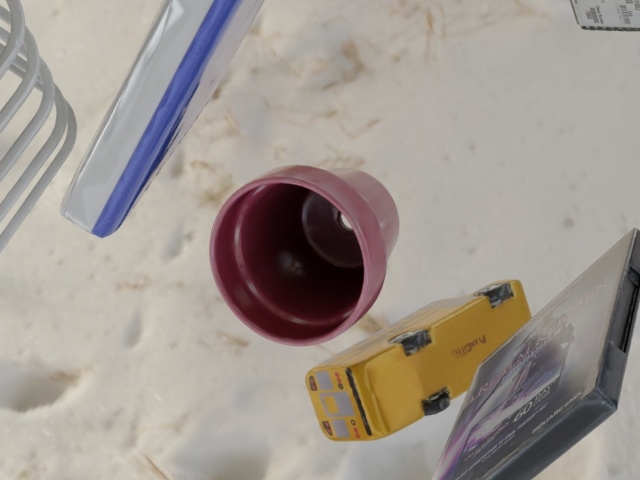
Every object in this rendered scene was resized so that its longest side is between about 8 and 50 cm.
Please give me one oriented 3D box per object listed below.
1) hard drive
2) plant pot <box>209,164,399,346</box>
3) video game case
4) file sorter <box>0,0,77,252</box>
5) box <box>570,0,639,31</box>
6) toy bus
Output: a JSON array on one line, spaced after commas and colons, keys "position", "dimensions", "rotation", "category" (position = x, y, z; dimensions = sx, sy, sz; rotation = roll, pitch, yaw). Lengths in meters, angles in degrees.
[{"position": [-0.049, -0.171, 0.861], "dimensions": [0.040, 0.319, 0.210], "rotation": [31, 35, -4], "category": "hard drive"}, {"position": [0.000, 0.000, 1.628], "dimensions": [0.201, 0.201, 0.180], "rotation": [6, 19, 24], "category": "plant pot"}, {"position": [0.164, 0.109, 1.074], "dimensions": [0.196, 0.026, 0.274], "rotation": [-46, 5, 29], "category": "video game case"}, {"position": [-0.258, -0.069, 0.795], "dimensions": [0.173, 0.278, 0.193], "rotation": [34, 82, 1], "category": "file sorter"}, {"position": [0.113, -0.205, 0.515], "dimensions": [0.045, 0.191, 0.184], "rotation": [7, 60, 28], "category": "box"}, {"position": [0.145, 0.155, 1.883], "dimensions": [0.332, 0.108, 0.130], "rotation": [-25, 8, -41], "category": "toy bus"}]
